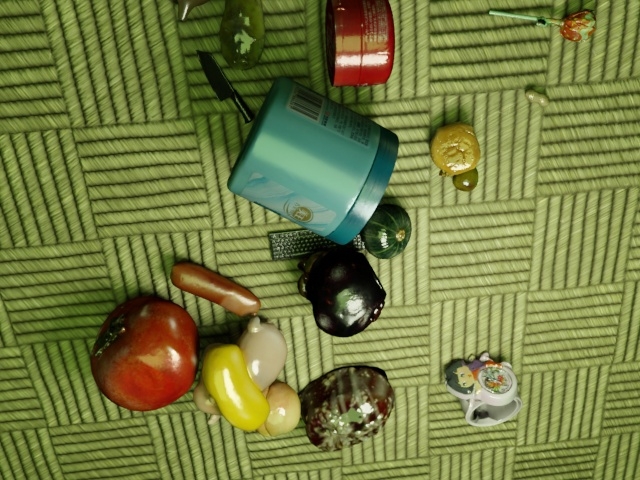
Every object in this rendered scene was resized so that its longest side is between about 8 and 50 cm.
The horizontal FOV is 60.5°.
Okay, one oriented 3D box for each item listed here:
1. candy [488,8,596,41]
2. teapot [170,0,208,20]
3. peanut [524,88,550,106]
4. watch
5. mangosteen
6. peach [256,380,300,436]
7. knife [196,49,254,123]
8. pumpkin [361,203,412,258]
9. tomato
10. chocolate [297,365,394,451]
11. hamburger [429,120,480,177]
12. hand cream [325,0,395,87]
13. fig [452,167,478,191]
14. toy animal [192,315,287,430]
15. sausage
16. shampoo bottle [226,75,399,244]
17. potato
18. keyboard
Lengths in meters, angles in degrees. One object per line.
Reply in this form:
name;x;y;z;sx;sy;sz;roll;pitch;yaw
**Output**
candy;0.593;-0.592;1.466;0.287;0.078;0.084;10;115;0
teapot;-0.334;-0.660;1.305;0.175;0.185;0.268;-15;83;33
peanut;0.615;-0.404;1.555;0.083;0.037;0.037;20;110;-11
watch;0.551;0.522;1.888;0.244;0.196;0.231;-12;135;1
mangosteen;0.060;0.138;1.622;0.233;0.287;0.287;-35;111;11
peach;-0.156;0.553;1.823;0.184;0.184;0.184;-2;113;-4
knife;-0.264;-0.414;1.487;0.060;0.028;0.230;-26;111;20
pumpkin;0.194;-0.027;1.624;0.125;0.167;0.167;15;118;33
tomato;-0.518;0.339;1.649;0.325;0.293;0.290;-43;124;7
chocolate;0.088;0.573;1.830;0.340;0.210;0.225;-21;111;4
hamburger;0.380;-0.259;1.560;0.138;0.083;0.147;-14;97;16
hand cream;0.093;-0.499;1.372;0.149;0.230;0.230;-7;113;-4
fig;0.430;-0.187;1.615;0.074;0.074;0.088;33;84;-17
toy animal;-0.280;0.391;1.699;0.246;0.345;0.277;-7;144;44
sausage;-0.320;0.147;1.686;0.300;0.083;0.089;28;102;-18
shampoo bottle;-0.026;-0.207;1.425;0.342;0.331;0.331;25;108;-13
potato;-0.198;-0.549;1.398;0.117;0.090;0.226;3;106;1
keyboard;0.000;0.000;1.683;0.309;0.018;0.101;-6;114;-2
